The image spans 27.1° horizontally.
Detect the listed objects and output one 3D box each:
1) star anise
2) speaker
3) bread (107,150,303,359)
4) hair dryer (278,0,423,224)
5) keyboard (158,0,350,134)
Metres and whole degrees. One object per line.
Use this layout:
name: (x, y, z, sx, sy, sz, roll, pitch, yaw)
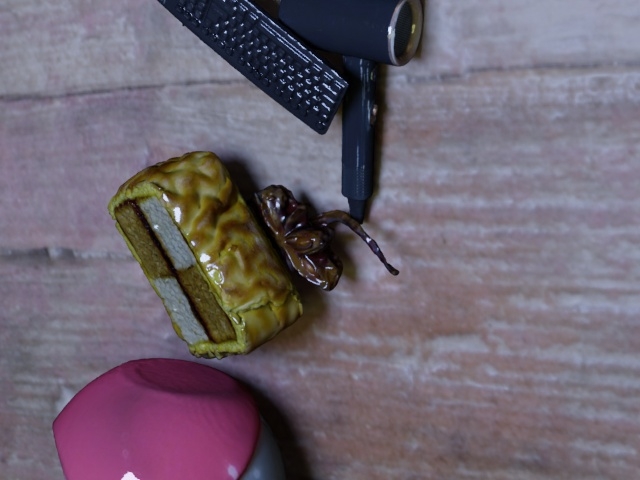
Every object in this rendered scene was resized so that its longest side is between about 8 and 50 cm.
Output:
star anise: (0.000, 0.000, 1.355, 0.191, 0.070, 0.097, 36, 144, 32)
speaker: (-0.167, 0.282, 1.460, 0.294, 0.294, 0.294, 11, 115, 25)
bread: (-0.122, 0.014, 1.403, 0.222, 0.096, 0.181, 60, 151, -4)
hair dryer: (0.023, -0.131, 1.311, 0.128, 0.070, 0.255, 17, 122, 23)
keyboard: (-0.078, -0.202, 1.293, 0.250, 0.017, 0.087, 40, 139, 9)
